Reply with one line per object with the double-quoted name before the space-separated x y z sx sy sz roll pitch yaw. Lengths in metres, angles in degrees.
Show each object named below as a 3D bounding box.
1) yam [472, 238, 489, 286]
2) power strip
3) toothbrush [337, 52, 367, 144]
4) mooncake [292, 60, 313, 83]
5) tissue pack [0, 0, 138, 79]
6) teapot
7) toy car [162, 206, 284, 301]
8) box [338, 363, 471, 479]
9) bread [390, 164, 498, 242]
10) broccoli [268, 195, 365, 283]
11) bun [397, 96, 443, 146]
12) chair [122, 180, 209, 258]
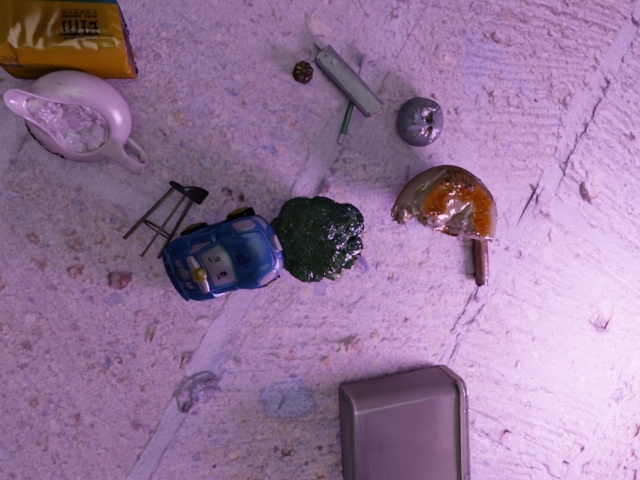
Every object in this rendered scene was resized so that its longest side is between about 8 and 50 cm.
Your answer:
"yam" 0.492 0.012 1.358 0.046 0.046 0.263 -6 97 -15
"power strip" 0.070 -0.435 1.192 0.060 0.027 0.252 -44 95 1
"toothbrush" 0.089 -0.390 1.221 0.018 0.024 0.256 16 91 4
"mooncake" -0.044 -0.595 1.154 0.150 0.057 0.346 -23 107 -25
"tissue pack" -0.554 -0.428 0.953 0.271 0.192 0.133 -7 96 -14
"teapot" -0.517 -0.257 0.984 0.300 0.166 0.208 33 102 -34
"toy car" -0.237 0.046 1.050 0.315 0.166 0.198 -13 105 32
"box" 0.241 0.568 1.278 0.344 0.177 0.351 -4 97 -14
"bread" 0.348 -0.114 1.242 0.315 0.171 0.191 11 89 -18
"broccoli" 0.000 0.000 1.140 0.270 0.270 0.270 -37 140 -9
"bun" 0.289 -0.337 1.249 0.141 0.083 0.140 -2 97 -18
"chair" -0.381 -0.062 1.090 0.095 0.104 0.221 39 87 2
